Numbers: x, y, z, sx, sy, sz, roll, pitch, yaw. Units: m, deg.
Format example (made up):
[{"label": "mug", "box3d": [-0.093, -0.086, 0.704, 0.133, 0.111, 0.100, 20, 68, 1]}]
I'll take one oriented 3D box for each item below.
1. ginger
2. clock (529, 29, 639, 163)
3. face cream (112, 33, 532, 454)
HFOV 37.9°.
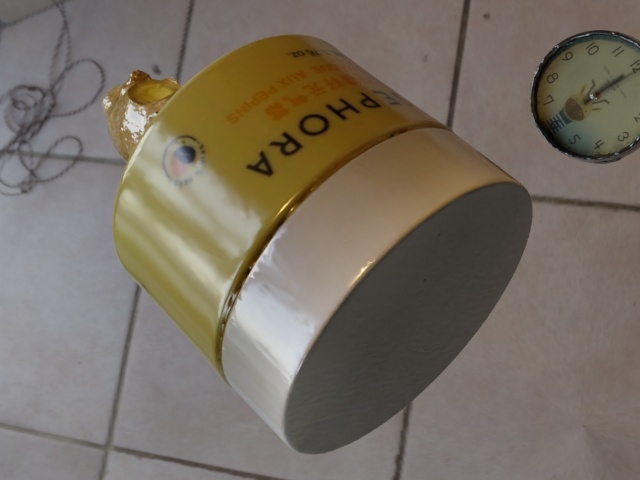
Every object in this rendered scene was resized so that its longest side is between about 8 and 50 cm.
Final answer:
[{"label": "ginger", "box3d": [-0.185, -0.118, 1.110, 0.102, 0.157, 0.216, -29, 40, -31]}, {"label": "clock", "box3d": [0.377, -0.197, 1.276, 0.184, 0.040, 0.185, 2, 96, 26]}, {"label": "face cream", "box3d": [0.000, 0.000, 0.617, 0.179, 0.218, 0.218, 42, 92, 28]}]
